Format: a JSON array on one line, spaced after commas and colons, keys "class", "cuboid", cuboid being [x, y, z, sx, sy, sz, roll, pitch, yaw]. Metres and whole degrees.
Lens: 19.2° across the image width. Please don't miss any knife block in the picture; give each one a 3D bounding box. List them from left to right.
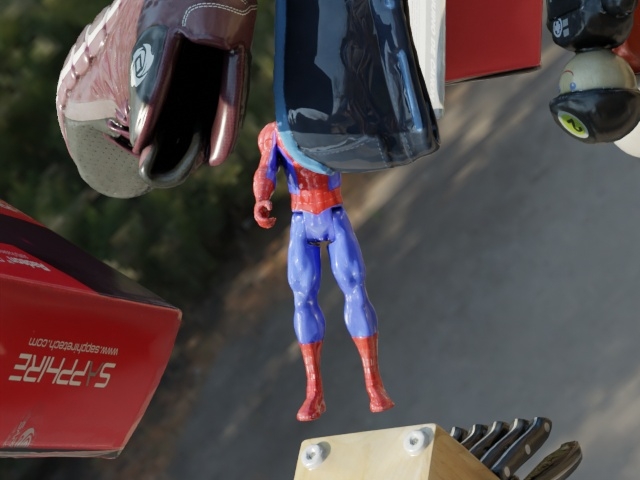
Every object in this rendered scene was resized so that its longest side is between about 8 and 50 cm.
[{"class": "knife block", "cuboid": [0.076, 0.214, 1.039, 0.088, 0.242, 0.276, -12, 52, 33]}]

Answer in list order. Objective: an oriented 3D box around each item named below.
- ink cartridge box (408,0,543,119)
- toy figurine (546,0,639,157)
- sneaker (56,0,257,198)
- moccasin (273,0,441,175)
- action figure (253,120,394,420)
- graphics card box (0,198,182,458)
[{"class": "ink cartridge box", "cuboid": [0.100, -0.290, 1.509, 0.130, 0.309, 0.272, -12, 33, -16]}, {"class": "toy figurine", "cuboid": [0.253, -0.135, 1.194, 0.209, 0.148, 0.213, -6, -6, 21]}, {"class": "sneaker", "cuboid": [-0.112, -0.077, 1.220, 0.281, 0.106, 0.162, 118, 158, -50]}, {"class": "moccasin", "cuboid": [0.036, -0.215, 1.242, 0.117, 0.342, 0.138, 0, 7, 13]}, {"class": "action figure", "cuboid": [0.000, 0.000, 1.446, 0.091, 0.280, 0.139, -8, 3, 4]}, {"class": "graphics card box", "cuboid": [-0.268, -0.024, 0.903, 0.094, 0.371, 0.233, -62, -19, 3]}]
